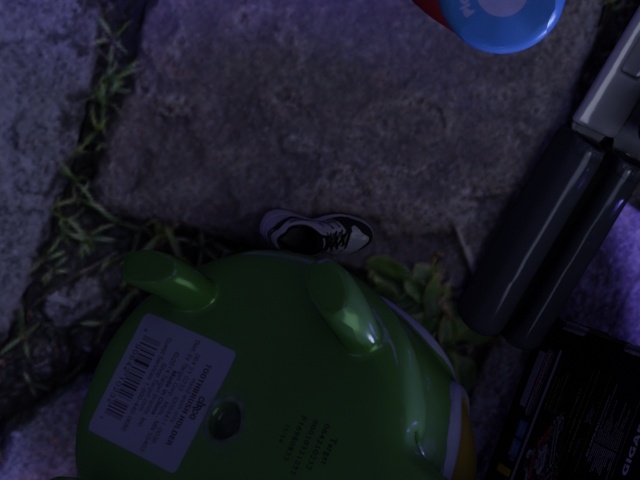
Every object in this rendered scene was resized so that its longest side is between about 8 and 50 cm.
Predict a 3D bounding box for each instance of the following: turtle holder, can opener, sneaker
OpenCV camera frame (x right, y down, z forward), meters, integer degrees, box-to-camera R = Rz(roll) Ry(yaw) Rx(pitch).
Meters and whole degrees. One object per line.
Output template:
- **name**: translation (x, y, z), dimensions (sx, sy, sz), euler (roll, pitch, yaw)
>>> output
- **turtle holder**: translation (0.009, 0.134, 1.150), dimensions (0.320, 0.243, 0.227), euler (-13, 151, 28)
- **can opener**: translation (0.193, -0.043, 1.245), dimensions (0.074, 0.093, 0.280), euler (22, 110, -28)
- **sneaker**: translation (0.000, 0.000, 1.222), dimensions (0.083, 0.037, 0.032), euler (2, 112, -22)

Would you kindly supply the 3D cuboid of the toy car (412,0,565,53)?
- **toy car**: translation (0.052, -0.240, 1.064), dimensions (0.238, 0.219, 0.210), euler (17, 110, 4)

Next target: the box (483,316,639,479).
- **box**: translation (0.171, 0.223, 1.213), dimensions (0.079, 0.257, 0.322), euler (20, 89, -12)
